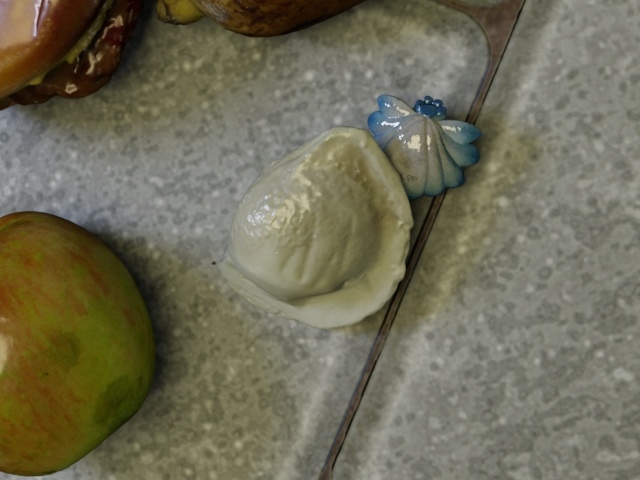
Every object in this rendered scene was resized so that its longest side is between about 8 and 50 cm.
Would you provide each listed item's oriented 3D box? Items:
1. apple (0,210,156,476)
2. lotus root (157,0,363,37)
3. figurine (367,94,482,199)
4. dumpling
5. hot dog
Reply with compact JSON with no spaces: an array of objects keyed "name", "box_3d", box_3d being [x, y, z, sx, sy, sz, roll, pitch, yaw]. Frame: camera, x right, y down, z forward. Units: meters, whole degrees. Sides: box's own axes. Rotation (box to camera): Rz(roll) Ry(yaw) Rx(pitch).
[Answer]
[{"name":"apple","box_3d":[-0.279,0.105,1.250,0.246,0.246,0.226,-41,102,16]},{"name":"lotus root","box_3d":[-0.024,-0.277,1.157,0.314,0.141,0.169,-30,82,18]},{"name":"figurine","box_3d":[0.090,-0.079,1.186,0.114,0.079,0.114,10,135,10]},{"name":"dumpling","box_3d":[0.002,-0.003,1.190,0.166,0.126,0.216,35,101,-6]},{"name":"hot dog","box_3d":[-0.255,-0.296,1.201,0.223,0.185,0.405,17,100,16]}]
